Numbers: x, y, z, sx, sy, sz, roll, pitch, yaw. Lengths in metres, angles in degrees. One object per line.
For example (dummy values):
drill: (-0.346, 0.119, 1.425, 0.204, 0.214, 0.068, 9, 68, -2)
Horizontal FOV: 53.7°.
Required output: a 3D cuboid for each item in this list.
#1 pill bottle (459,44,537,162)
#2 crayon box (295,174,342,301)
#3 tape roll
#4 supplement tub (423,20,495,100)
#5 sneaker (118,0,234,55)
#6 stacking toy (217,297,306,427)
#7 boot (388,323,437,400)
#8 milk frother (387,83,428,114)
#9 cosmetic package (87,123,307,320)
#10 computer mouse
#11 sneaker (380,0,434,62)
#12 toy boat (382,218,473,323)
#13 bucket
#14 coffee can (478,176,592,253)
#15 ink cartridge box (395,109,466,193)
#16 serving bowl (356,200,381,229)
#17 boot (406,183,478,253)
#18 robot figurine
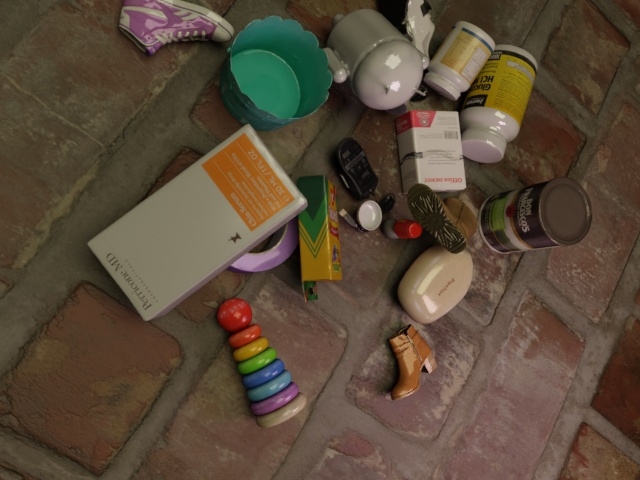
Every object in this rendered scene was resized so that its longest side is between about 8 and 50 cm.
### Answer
pill bottle: (0.540, -0.418, 1.960, 0.188, 0.188, 0.333, 26, 74, -19)
crayon box: (0.000, 0.000, 1.670, 0.081, 0.202, 0.318, -4, 87, 9)
tape roll: (-0.188, -0.053, 1.655, 0.275, 0.090, 0.274, 3, 83, -23)
supplement tub: (0.417, -0.542, 1.916, 0.144, 0.144, 0.199, 31, 98, -18)
sneaker: (-0.373, -0.530, 1.626, 0.282, 0.102, 0.160, 17, 81, -10)
stacking toy: (-0.166, 0.300, 1.610, 0.141, 0.141, 0.330, -27, 92, -24)
boot: (0.236, 0.348, 1.811, 0.197, 0.073, 0.152, -38, 101, -35)
milk frother: (0.252, -0.427, 1.867, 0.143, 0.129, 0.134, 27, 71, -13)
cosmetic package: (-0.275, -0.040, 1.480, 0.453, 0.161, 0.230, -38, 89, -1)
computer mouse: (0.091, -0.149, 1.807, 0.184, 0.060, 0.262, -49, 115, -25)
sneaker: (0.273, -0.677, 1.905, 0.146, 0.123, 0.330, -17, 111, -37)
toy boat: (0.299, 0.065, 1.842, 0.268, 0.148, 0.318, -38, 107, -17)
bucket: (-0.128, -0.428, 1.670, 0.281, 0.183, 0.280, 3, 84, -24)
coffee can: (0.644, -0.068, 1.921, 0.202, 0.275, 0.201, 3, 83, -23)
ink cartridge box: (0.331, -0.261, 1.899, 0.172, 0.100, 0.237, -3, 85, -24)
serving bowl: (0.133, -0.070, 1.782, 0.083, 0.027, 0.083, 1, 89, -36)
boot: (0.356, -0.084, 1.833, 0.236, 0.089, 0.269, 55, 25, -2)
robot figurine: (0.148, -0.494, 1.731, 0.300, 0.199, 0.353, -16, 50, -19)
